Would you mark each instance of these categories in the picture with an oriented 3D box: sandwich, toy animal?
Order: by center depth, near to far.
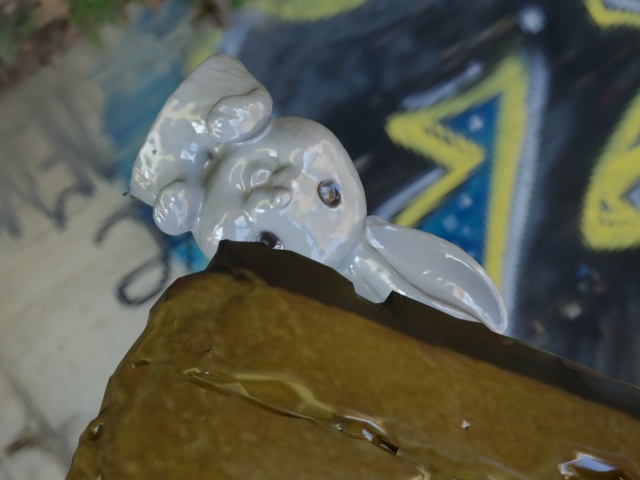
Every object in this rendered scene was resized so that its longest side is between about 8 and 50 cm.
[{"bbox_3d":[0.069,0.146,0.412,0.273,0.249,0.095,95,17,-53],"label":"sandwich"},{"bbox_3d":[-0.003,0.000,1.048,0.103,0.221,0.131,-49,169,-4],"label":"toy animal"}]
